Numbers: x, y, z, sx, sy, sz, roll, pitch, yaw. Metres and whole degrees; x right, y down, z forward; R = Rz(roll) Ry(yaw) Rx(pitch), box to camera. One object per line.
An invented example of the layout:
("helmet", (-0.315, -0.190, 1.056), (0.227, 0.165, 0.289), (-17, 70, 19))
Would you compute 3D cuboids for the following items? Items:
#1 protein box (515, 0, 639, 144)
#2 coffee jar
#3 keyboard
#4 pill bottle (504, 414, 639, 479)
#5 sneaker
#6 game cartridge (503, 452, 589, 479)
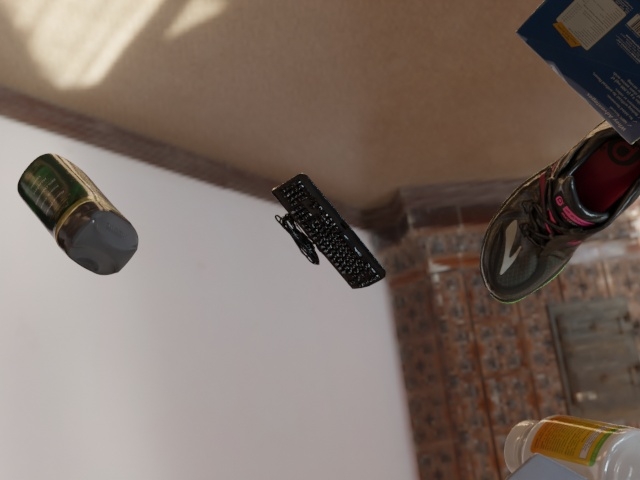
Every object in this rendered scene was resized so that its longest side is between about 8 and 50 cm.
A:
("protein box", (0.370, -0.253, 1.282), (0.136, 0.200, 0.201), (-46, 180, -22))
("coffee jar", (-0.299, -0.032, 1.387), (0.079, 0.184, 0.096), (-51, 134, 1))
("keyboard", (0.000, 0.000, 1.573), (0.100, 0.192, 0.038), (-28, -164, 46))
("pill bottle", (0.405, 0.347, 1.763), (0.136, 0.136, 0.245), (2, 179, -29))
("sneaker", (0.458, -0.068, 2.118), (0.483, 0.185, 0.202), (-52, 169, 26))
("game cartridge", (0.259, 0.355, 1.070), (0.196, 0.294, 0.060), (-40, 153, -9))
